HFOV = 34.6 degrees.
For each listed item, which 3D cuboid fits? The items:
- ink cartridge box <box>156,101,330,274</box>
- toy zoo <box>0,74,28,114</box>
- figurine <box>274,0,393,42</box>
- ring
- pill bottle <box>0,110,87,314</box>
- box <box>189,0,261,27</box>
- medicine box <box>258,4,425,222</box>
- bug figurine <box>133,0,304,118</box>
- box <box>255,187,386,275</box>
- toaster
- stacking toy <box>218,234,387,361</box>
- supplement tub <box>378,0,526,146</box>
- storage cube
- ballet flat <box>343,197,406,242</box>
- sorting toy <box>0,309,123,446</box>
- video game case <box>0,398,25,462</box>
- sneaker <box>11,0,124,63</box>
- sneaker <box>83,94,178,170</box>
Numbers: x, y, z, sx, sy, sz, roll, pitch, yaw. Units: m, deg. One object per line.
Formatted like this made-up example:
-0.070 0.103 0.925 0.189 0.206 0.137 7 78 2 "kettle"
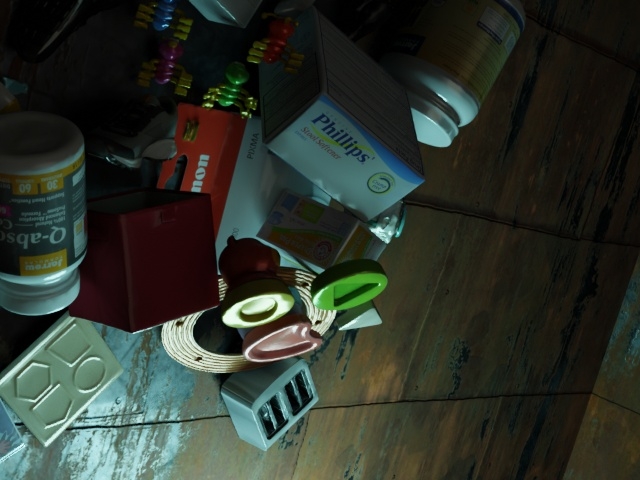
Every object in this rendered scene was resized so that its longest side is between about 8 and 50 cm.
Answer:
-0.135 -0.077 1.919 0.385 0.091 0.308 5 104 -50 "ink cartridge box"
-0.537 -0.138 1.491 0.293 0.030 0.192 -45 136 -24 "toy zoo"
0.015 -0.430 1.929 0.209 0.092 0.215 -51 137 -12 "figurine"
-0.134 0.146 1.932 0.337 0.032 0.336 -12 143 -9 "ring"
-0.426 -0.037 1.518 0.162 0.162 0.278 -26 135 -38 "pill bottle"
-0.164 -0.422 1.716 0.102 0.101 0.087 40 77 -47 "box"
0.033 -0.224 1.820 0.149 0.289 0.263 -37 125 26 "medicine box"
-0.179 -0.315 1.685 0.279 0.072 0.216 15 132 -22 "bug figurine"
0.000 0.000 1.883 0.103 0.203 0.114 40 78 -46 "box"
-0.106 0.312 2.118 0.168 0.110 0.185 -40 133 -29 "toaster"
-0.037 0.079 1.773 0.280 0.130 0.309 -16 154 -5 "stacking toy"
0.254 -0.373 2.101 0.228 0.228 0.316 39 77 -49 "supplement tub"
-0.295 0.026 1.687 0.215 0.184 0.193 -15 106 -45 "storage cube"
0.104 -0.129 2.051 0.409 0.147 0.146 -80 173 -67 "ballet flat"
-0.449 0.230 1.763 0.193 0.038 0.208 -46 140 -23 "sorting toy"
-0.590 0.322 1.634 0.201 0.023 0.183 -34 132 -25 "video game case"
-0.343 -0.370 1.545 0.283 0.107 0.124 -60 146 -8 "sneaker"
-0.302 -0.175 1.624 0.271 0.100 0.107 -44 150 -71 "sneaker"
